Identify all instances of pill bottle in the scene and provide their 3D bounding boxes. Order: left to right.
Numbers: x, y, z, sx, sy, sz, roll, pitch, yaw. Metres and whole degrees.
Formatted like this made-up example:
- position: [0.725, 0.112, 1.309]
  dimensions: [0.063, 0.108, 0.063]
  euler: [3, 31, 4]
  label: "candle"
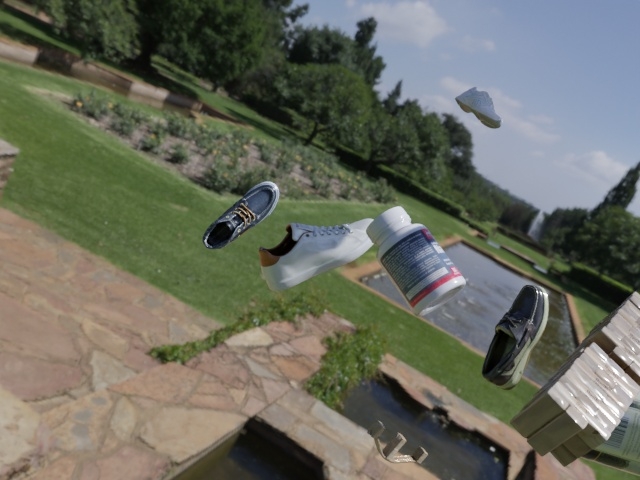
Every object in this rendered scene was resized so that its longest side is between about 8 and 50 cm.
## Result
- position: [0.162, 0.033, 1.081]
  dimensions: [0.180, 0.108, 0.108]
  euler: [56, 22, 19]
  label: "pill bottle"

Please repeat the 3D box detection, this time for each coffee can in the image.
- position: [0.608, 0.343, 1.160]
  dimensions: [0.275, 0.201, 0.201]
  euler: [15, 8, 13]
  label: "coffee can"

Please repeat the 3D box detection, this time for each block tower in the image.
- position: [0.408, 0.194, 0.891]
  dimensions: [0.335, 0.097, 0.091]
  euler: [-26, 66, -40]
  label: "block tower"

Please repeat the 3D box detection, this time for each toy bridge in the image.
- position: [0.161, 0.458, 1.356]
  dimensions: [0.188, 0.063, 0.026]
  euler: [39, 3, -33]
  label: "toy bridge"

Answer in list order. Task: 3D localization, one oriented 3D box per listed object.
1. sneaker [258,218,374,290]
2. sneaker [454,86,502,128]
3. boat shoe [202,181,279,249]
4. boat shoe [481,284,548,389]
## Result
- position: [0.000, 0.000, 1.355]
  dimensions: [0.106, 0.290, 0.123]
  euler: [33, -33, 64]
  label: "sneaker"
- position: [0.370, -0.308, 1.394]
  dimensions: [0.054, 0.061, 0.152]
  euler: [45, 7, -45]
  label: "sneaker"
- position: [-0.155, -0.045, 1.217]
  dimensions: [0.065, 0.183, 0.083]
  euler: [48, 3, -5]
  label: "boat shoe"
- position: [0.391, 0.189, 1.236]
  dimensions: [0.073, 0.223, 0.080]
  euler: [25, -5, -27]
  label: "boat shoe"
